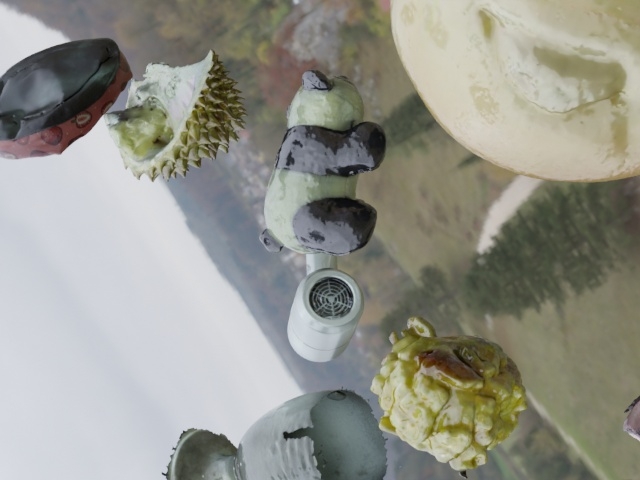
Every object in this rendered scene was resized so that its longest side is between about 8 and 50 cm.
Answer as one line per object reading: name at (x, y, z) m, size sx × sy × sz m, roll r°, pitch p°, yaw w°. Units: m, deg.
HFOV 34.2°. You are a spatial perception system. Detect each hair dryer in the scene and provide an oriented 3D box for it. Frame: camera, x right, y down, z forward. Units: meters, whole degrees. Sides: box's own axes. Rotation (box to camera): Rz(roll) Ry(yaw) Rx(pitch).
hair dryer at (0.000, 0.000, 1.661) m, size 0.173 × 0.107 × 0.357 m, roll 109°, pitch 159°, yaw -66°

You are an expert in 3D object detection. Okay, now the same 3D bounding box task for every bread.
bread at (0.236, -0.243, 0.997) m, size 0.253 × 0.347 × 0.376 m, roll 112°, pitch 171°, yaw -47°

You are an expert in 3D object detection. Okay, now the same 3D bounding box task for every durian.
durian at (-0.226, -0.180, 1.535) m, size 0.306 × 0.172 × 0.166 m, roll 16°, pitch 137°, yaw 58°

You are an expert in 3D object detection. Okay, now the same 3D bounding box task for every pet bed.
pet bed at (-0.322, -0.171, 1.234) m, size 0.201 × 0.201 × 0.053 m, roll 55°, pitch 172°, yaw 50°

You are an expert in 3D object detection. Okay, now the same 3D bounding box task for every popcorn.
popcorn at (0.172, 0.208, 1.412) m, size 0.189 × 0.218 × 0.170 m, roll 19°, pitch 108°, yaw 33°

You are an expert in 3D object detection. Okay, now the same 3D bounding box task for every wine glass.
wine glass at (-0.067, 0.348, 1.630) m, size 0.190 × 0.357 × 0.191 m, roll 24°, pitch -122°, yaw -44°

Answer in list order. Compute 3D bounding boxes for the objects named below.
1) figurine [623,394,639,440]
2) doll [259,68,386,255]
figurine at (0.596, 0.362, 1.434) m, size 0.361 × 0.253 × 0.211 m, roll 52°, pitch -175°, yaw -6°
doll at (0.009, -0.090, 1.275) m, size 0.143 × 0.135 × 0.234 m, roll -156°, pitch 78°, yaw -84°
